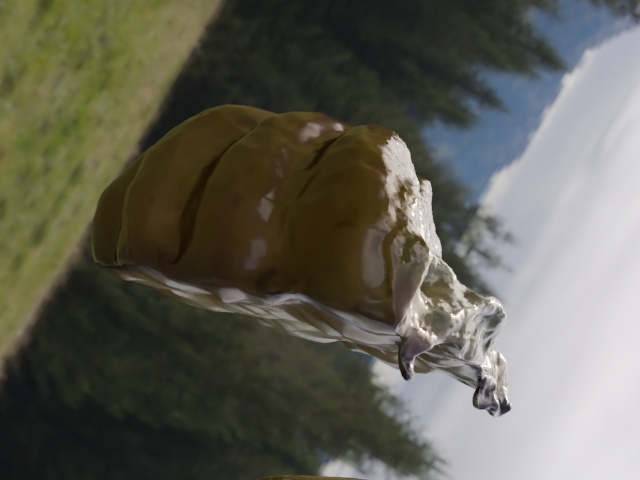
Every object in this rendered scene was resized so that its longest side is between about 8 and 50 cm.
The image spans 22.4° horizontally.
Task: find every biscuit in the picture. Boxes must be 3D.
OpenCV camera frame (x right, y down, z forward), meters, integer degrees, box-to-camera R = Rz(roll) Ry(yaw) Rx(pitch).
[{"bbox_3d":[0.000,0.000,0.437,0.183,0.118,0.061,37,71,-78],"label":"biscuit"}]

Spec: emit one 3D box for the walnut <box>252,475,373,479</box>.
[{"bbox_3d":[0.009,0.163,0.714,0.211,0.167,0.087,44,45,-64],"label":"walnut"}]
